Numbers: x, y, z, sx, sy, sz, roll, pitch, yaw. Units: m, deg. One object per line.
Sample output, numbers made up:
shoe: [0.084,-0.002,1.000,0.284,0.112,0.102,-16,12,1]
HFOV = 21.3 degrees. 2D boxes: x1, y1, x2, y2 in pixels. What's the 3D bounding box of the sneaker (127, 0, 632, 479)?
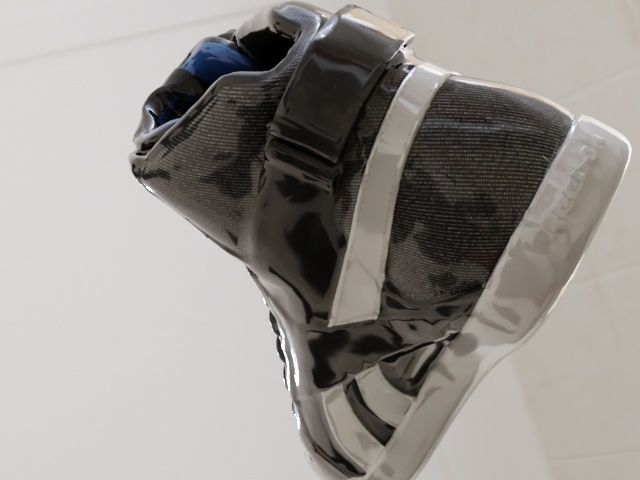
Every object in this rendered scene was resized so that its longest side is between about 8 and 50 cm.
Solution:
sneaker: [0.000,0.000,0.495,0.121,0.217,0.079,30,-119,2]
